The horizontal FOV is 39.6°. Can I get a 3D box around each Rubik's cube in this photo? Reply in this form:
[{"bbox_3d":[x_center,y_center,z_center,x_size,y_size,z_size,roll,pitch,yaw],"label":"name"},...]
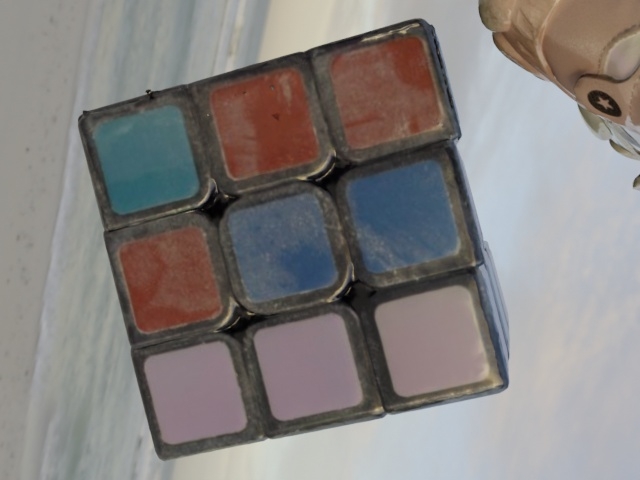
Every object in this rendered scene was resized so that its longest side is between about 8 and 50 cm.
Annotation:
[{"bbox_3d":[0.000,0.000,0.948,0.363,0.362,0.358,-32,109,-81],"label":"Rubik's cube"}]

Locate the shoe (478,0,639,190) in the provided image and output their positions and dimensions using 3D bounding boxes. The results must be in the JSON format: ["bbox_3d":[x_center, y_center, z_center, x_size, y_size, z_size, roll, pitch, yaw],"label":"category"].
[{"bbox_3d":[0.284,-0.112,0.640,0.171,0.351,0.198,-61,-143,20],"label":"shoe"}]
